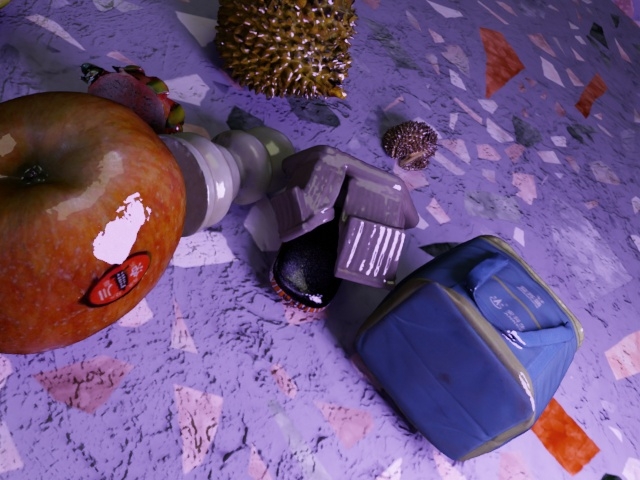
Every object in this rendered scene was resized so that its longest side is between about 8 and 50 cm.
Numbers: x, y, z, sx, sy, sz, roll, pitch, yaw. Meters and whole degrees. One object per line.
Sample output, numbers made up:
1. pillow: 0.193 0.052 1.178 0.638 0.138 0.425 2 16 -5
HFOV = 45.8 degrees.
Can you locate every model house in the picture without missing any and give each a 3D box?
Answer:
1. model house: 0.040 -0.027 1.066 0.229 0.122 0.188 24 49 -12

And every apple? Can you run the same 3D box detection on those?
1. apple: -0.297 -0.032 0.832 0.277 0.250 0.309 37 44 -3

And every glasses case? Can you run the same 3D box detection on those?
1. glasses case: 0.000 0.000 1.152 0.103 0.067 0.267 32 43 -7

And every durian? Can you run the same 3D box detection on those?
1. durian: -0.055 -0.369 1.316 0.258 0.258 0.293 10 60 -29
2. durian: 0.188 -0.190 1.453 0.140 0.071 0.110 -17 66 -49

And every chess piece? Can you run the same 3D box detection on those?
1. chess piece: -0.133 -0.106 1.108 0.144 0.144 0.251 50 38 11

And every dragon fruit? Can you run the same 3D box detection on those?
1. dragon fruit: -0.266 -0.179 1.094 0.175 0.138 0.142 -13 100 -74

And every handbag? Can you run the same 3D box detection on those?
1. handbag: 0.217 0.143 1.072 0.263 0.222 0.241 46 37 11

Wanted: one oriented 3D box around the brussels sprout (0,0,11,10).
1. brussels sprout: -0.552 -0.423 0.997 0.327 0.247 0.328 16 48 -19
